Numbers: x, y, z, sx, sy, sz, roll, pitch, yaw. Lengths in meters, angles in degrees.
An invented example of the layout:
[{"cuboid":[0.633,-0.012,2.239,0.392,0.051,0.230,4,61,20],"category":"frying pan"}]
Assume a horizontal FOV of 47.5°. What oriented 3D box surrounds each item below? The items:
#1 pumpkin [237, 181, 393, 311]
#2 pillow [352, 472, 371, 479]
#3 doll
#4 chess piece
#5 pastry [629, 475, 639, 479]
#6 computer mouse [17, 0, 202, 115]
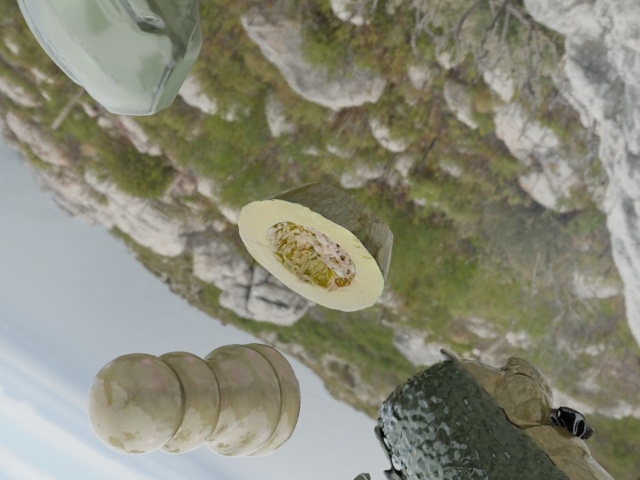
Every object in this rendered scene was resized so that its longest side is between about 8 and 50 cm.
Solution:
[{"cuboid":[0.008,-0.008,0.976,0.217,0.110,0.217,29,152,17],"category":"pumpkin"},{"cuboid":[0.039,0.310,0.726,0.091,0.135,0.055,21,178,39],"category":"pillow"},{"cuboid":[0.220,0.280,0.852,0.349,0.247,0.247,46,171,38],"category":"doll"},{"cuboid":[-0.096,0.123,0.549,0.094,0.094,0.170,18,-179,32],"category":"chess piece"},{"cuboid":[0.514,0.383,1.007,0.189,0.103,0.188,0,149,0],"category":"pastry"},{"cuboid":[-0.262,-0.342,0.820,0.228,0.428,0.146,-26,164,39],"category":"computer mouse"}]
